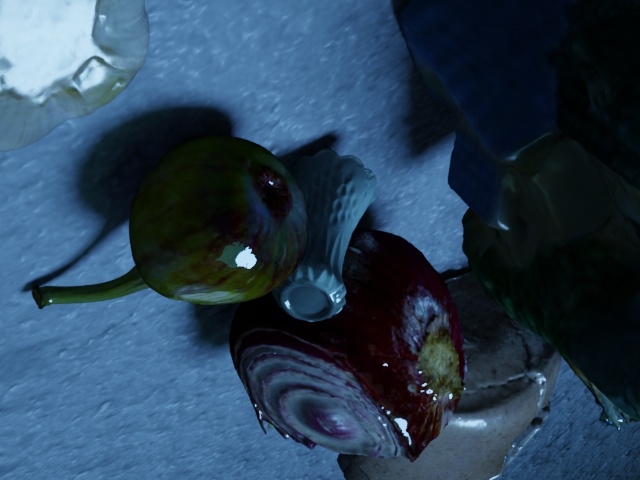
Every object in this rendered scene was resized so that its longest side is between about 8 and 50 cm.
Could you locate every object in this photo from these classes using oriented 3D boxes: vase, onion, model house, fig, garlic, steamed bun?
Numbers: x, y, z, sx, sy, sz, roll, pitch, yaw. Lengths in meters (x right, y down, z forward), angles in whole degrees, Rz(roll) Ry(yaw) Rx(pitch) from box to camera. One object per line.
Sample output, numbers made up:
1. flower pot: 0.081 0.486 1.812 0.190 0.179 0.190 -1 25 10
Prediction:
1. vase: 0.000 0.000 1.126 0.081 0.149 0.081 7 136 6
2. onion: 0.032 0.080 1.283 0.206 0.216 0.207 -53 129 -36
3. model house: 0.256 -0.102 1.032 0.334 0.382 0.343 -33 120 -1
4. fig: -0.127 0.012 1.058 0.245 0.149 0.149 -28 160 27
5. garlic: -0.184 -0.145 0.653 0.228 0.152 0.228 -23 145 -17
6. steamed bun: 0.173 0.190 1.560 0.301 0.199 0.251 -32 142 -40

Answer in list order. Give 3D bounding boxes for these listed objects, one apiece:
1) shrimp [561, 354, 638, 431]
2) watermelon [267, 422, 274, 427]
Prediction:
1. shrimp: 0.339 0.052 1.526 0.272 0.085 0.445 -56 136 -34
2. watermelon: 0.008 0.199 1.575 0.125 0.094 0.135 -6 152 -18
